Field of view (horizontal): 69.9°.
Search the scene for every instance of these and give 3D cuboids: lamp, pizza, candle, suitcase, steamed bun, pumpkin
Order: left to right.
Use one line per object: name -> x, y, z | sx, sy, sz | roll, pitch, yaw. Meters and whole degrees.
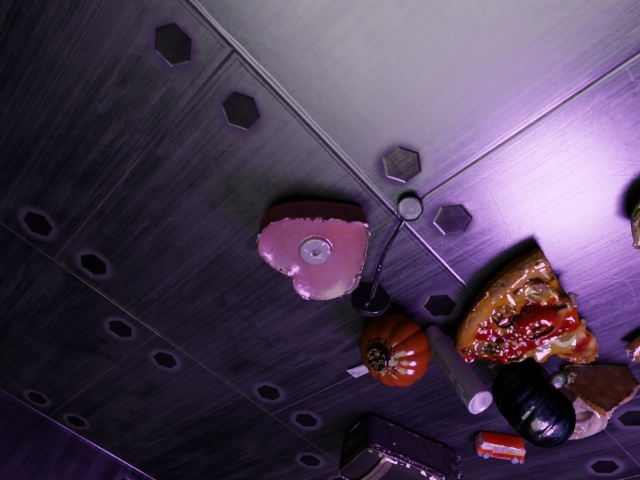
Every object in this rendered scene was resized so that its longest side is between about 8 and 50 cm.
candle -> 0.000, 0.000, 1.230 | 0.287, 0.131, 0.317 | -35, 122, 23
lamp -> 0.184, 0.034, 1.266 | 0.130, 0.108, 0.370 | 18, 113, 14
lamp -> 0.220, 0.327, 1.372 | 0.223, 0.197, 0.223 | 9, 105, 39
suitcase -> 0.289, 0.856, 1.748 | 0.434, 0.194, 0.283 | 27, 126, -7
pumpkin -> 0.649, 0.462, 1.346 | 0.248, 0.248, 0.247 | 6, 126, 8
pizza -> 0.618, 0.246, 1.277 | 0.407, 0.130, 0.439 | 22, 127, -1
steamed bun -> 0.800, 0.556, 1.451 | 0.218, 0.144, 0.211 | 37, 124, -16
pizza -> 0.836, 0.450, 1.340 | 0.188, 0.204, 0.080 | -5, 114, 8
pizza -> 0.982, 0.309, 1.293 | 0.195, 0.052, 0.185 | 43, 115, -14

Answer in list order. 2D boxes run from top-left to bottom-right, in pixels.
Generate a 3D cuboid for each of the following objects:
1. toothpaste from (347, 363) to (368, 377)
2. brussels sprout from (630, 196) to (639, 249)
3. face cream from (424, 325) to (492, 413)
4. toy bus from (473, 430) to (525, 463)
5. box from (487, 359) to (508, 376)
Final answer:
toothpaste -> 0.174, 0.425, 1.559 | 0.048, 0.031, 0.190 | 41, 127, -21
brussels sprout -> 0.783, -0.061, 1.040 | 0.139, 0.100, 0.180 | 25, 129, 6
face cream -> 0.386, 0.368, 1.329 | 0.073, 0.269, 0.107 | -13, 123, -13
toy bus -> 0.653, 0.747, 1.667 | 0.175, 0.079, 0.077 | 7, 118, 7
box -> 0.589, 0.425, 1.474 | 0.048, 0.025, 0.115 | -32, 114, 31
